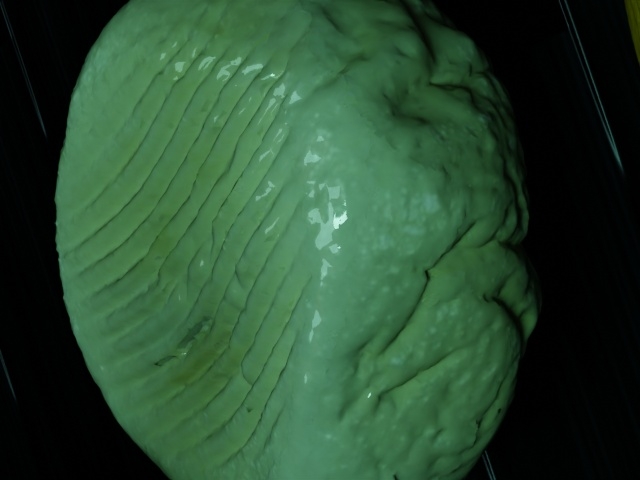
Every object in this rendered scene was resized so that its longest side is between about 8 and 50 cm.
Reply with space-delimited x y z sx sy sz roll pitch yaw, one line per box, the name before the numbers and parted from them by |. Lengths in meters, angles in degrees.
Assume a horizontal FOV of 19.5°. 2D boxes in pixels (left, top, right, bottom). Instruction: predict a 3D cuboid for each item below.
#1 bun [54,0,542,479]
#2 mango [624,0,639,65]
bun | 0.000 0.000 1.144 0.349 0.227 0.352 -45 66 49
mango | 0.218 -0.161 0.889 0.187 0.144 0.359 -20 85 49
